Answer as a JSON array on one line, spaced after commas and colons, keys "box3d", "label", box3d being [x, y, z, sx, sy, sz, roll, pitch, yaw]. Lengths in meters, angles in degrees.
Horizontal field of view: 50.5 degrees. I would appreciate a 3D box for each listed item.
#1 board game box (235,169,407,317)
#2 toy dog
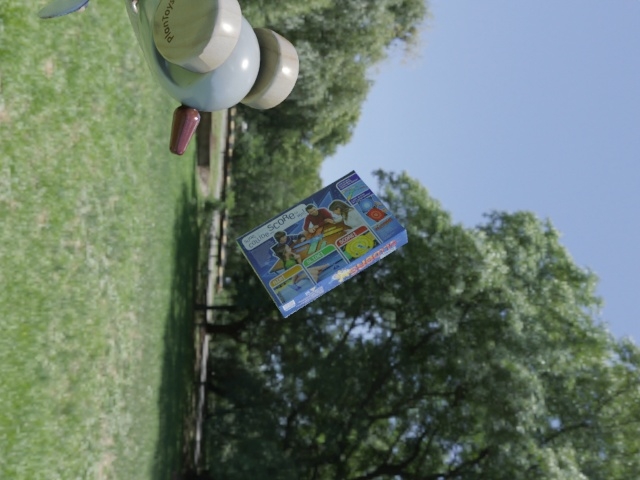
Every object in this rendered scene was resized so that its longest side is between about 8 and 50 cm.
[{"box3d": [0.000, 0.000, 0.946, 0.136, 0.201, 0.035, 54, -10, 34], "label": "board game box"}, {"box3d": [-0.178, -0.207, 0.725, 0.161, 0.220, 0.334, -58, -140, 7], "label": "toy dog"}]
